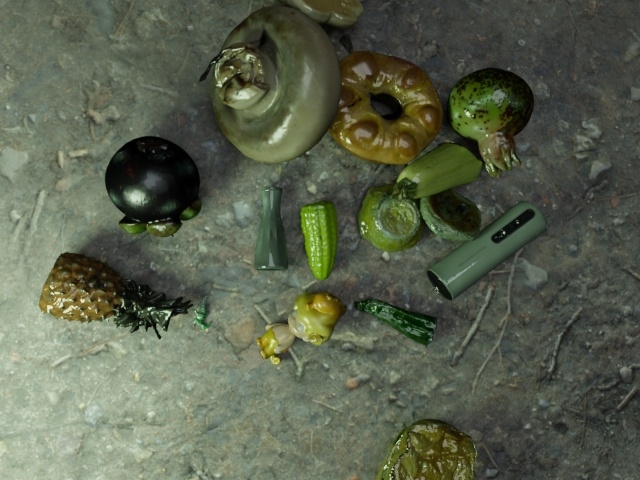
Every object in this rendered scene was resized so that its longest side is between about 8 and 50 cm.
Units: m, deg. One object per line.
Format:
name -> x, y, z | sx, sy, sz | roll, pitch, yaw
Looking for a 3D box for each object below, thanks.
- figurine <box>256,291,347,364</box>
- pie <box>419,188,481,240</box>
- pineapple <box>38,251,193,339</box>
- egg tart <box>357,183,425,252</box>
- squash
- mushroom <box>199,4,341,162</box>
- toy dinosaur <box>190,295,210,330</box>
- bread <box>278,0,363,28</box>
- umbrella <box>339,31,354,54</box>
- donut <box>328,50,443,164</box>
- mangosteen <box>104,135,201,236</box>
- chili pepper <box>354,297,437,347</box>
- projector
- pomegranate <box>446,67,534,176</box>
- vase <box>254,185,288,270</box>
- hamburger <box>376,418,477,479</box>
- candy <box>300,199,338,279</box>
figurine -> -0.046, 0.219, 1.348 | 0.246, 0.131, 0.156 | -29, 51, 6
pie -> 0.352, -0.073, 1.409 | 0.187, 0.041, 0.186 | 12, 50, -15
pineapple -> -0.486, 0.145, 1.278 | 0.341, 0.169, 0.169 | 19, 85, -17
egg tart -> 0.199, -0.062, 1.411 | 0.197, 0.078, 0.197 | 0, 88, -12
squash -> 0.268, -0.175, 1.360 | 0.288, 0.137, 0.137 | -20, 90, -28
mushroom -> -0.130, -0.364, 1.237 | 0.295, 0.362, 0.362 | -3, 87, -50
toy dinosaur -> -0.301, 0.191, 1.355 | 0.083, 0.021, 0.062 | -44, 101, -4
bread -> -0.032, -0.637, 1.339 | 0.316, 0.054, 0.316 | 20, 42, -19
umbrella -> 0.078, -0.534, 1.445 | 0.031, 0.020, 0.083 | -28, 97, -8
donut -> 0.157, -0.342, 1.381 | 0.299, 0.150, 0.317 | -36, 92, -8
mangosteen -> -0.400, -0.126, 1.270 | 0.243, 0.243, 0.242 | 0, 87, -8
chili pepper -> 0.194, 0.208, 1.410 | 0.227, 0.059, 0.088 | 20, 98, -3
projector -> 0.450, 0.027, 1.426 | 0.338, 0.108, 0.108 | -35, 93, -7
pomegranate -> 0.450, -0.317, 1.405 | 0.222, 0.204, 0.276 | -8, 107, -1
vase -> -0.127, -0.030, 1.364 | 0.086, 0.086, 0.214 | 1, 83, -8
hamburger -> 0.278, 0.611, 1.365 | 0.266, 0.134, 0.284 | 29, 77, -3
candy -> 0.000, 0.000, 1.374 | 0.097, 0.097, 0.209 | -5, 96, -8
